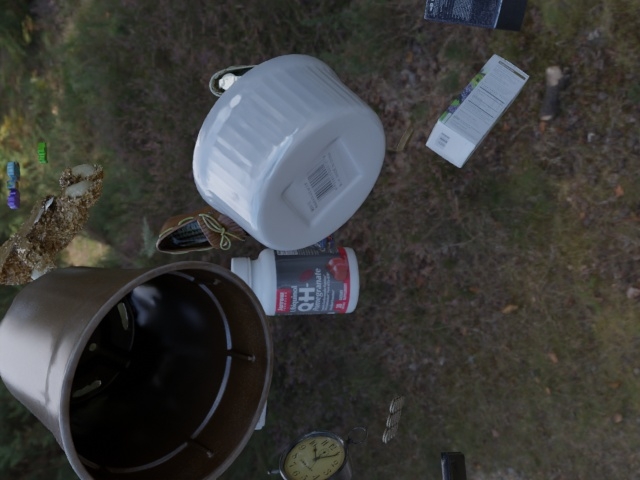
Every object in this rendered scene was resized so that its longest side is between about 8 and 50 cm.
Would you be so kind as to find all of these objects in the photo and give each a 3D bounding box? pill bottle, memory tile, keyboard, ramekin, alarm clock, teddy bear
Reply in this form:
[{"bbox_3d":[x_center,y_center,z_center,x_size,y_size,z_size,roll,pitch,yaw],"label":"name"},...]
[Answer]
[{"bbox_3d":[-0.071,0.106,1.584,0.176,0.319,0.176,179,90,-80],"label":"pill bottle"},{"bbox_3d":[0.189,0.457,1.569,0.012,0.148,0.113,13,85,19],"label":"memory tile"},{"bbox_3d":[0.304,0.657,1.407,0.033,0.202,0.317,-13,67,30],"label":"keyboard"},{"bbox_3d":[-0.033,-0.117,0.897,0.135,0.277,0.277,43,135,30],"label":"ramekin"},{"bbox_3d":[0.010,0.403,1.113,0.129,0.192,0.064,26,141,54],"label":"alarm clock"},{"bbox_3d":[-0.572,-0.024,1.317,0.338,0.113,0.245,-56,36,-2],"label":"teddy bear"}]

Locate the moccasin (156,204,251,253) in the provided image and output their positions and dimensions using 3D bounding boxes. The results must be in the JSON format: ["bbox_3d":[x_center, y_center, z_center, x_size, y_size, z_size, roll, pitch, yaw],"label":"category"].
[{"bbox_3d":[-0.302,-0.038,1.732,0.147,0.380,0.139,-70,-33,-53],"label":"moccasin"}]

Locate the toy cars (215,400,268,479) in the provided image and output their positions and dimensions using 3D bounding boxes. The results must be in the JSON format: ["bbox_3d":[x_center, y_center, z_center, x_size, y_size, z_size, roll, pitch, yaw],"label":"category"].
[{"bbox_3d":[-0.236,0.466,1.540,0.176,0.393,0.087,45,147,-9],"label":"toy cars"}]

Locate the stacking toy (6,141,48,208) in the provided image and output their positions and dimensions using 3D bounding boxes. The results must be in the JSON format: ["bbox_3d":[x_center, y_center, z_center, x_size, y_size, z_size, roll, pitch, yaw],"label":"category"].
[{"bbox_3d":[-0.810,-0.148,1.612,0.052,0.167,0.221,109,157,-77],"label":"stacking toy"}]

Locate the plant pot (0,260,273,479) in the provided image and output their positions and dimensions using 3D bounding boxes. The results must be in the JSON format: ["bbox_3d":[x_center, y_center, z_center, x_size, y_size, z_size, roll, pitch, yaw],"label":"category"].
[{"bbox_3d":[-0.153,0.090,0.463,0.165,0.167,0.166,6,102,41],"label":"plant pot"}]

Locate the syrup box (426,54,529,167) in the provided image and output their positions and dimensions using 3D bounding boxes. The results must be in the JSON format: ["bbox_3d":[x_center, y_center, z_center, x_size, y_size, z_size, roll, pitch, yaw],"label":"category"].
[{"bbox_3d":[0.334,-0.277,1.293,0.096,0.237,0.093,36,156,8],"label":"syrup box"}]

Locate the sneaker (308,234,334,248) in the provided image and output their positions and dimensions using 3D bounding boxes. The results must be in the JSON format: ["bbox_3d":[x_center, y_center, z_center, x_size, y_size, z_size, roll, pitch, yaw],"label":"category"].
[{"bbox_3d":[0.000,0.000,1.943,0.083,0.087,0.221,36,164,15],"label":"sneaker"}]

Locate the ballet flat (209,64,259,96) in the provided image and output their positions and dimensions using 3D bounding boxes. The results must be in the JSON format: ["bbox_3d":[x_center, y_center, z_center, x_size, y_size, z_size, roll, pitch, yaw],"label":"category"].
[{"bbox_3d":[-0.112,-0.299,1.155,0.249,0.086,0.086,8,105,35],"label":"ballet flat"}]

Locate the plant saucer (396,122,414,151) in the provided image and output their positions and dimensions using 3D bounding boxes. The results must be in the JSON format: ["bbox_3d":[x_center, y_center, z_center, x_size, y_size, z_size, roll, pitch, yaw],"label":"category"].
[{"bbox_3d":[0.226,-0.267,1.593,0.015,0.083,0.083,30,134,9],"label":"plant saucer"}]

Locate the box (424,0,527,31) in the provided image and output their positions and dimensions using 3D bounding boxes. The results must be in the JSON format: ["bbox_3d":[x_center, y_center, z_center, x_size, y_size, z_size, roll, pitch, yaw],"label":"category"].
[{"bbox_3d":[0.399,-0.605,1.558,0.207,0.153,0.108,24,116,36],"label":"box"}]
